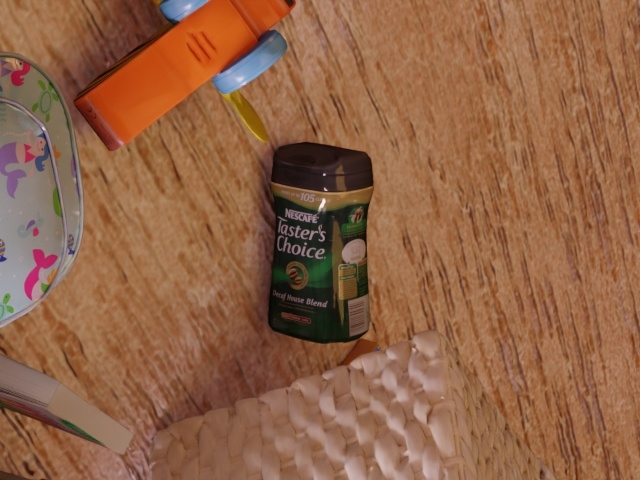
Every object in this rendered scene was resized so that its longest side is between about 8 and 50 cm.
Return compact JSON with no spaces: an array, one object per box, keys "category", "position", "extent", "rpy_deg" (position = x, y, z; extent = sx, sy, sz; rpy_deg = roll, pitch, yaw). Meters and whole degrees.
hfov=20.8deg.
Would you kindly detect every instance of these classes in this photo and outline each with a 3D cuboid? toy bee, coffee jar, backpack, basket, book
[{"category":"toy bee","position":[-0.077,-0.178,1.493],"extent":[0.298,0.162,0.195],"rpy_deg":[-17,99,-11]},{"category":"coffee jar","position":[0.000,0.000,1.653],"extent":[0.079,0.096,0.184],"rpy_deg":[-13,109,-48]},{"category":"backpack","position":[-0.288,-0.031,1.262],"extent":[0.253,0.191,0.225],"rpy_deg":[-25,115,-44]},{"category":"basket","position":[0.040,0.301,1.529],"extent":[0.331,0.328,0.266],"rpy_deg":[-94,157,-51]},{"category":"book","position":[-0.228,0.125,1.396],"extent":[0.096,0.144,0.035],"rpy_deg":[43,69,-44]}]

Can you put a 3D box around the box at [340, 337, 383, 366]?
[{"category":"box","position":[0.029,0.177,1.784],"extent":[0.136,0.028,0.081],"rpy_deg":[-54,134,-26]}]

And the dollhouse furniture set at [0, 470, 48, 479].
[{"category":"dollhouse furniture set","position":[-0.288,0.310,1.385],"extent":[0.259,0.135,0.262],"rpy_deg":[-47,131,-29]}]
